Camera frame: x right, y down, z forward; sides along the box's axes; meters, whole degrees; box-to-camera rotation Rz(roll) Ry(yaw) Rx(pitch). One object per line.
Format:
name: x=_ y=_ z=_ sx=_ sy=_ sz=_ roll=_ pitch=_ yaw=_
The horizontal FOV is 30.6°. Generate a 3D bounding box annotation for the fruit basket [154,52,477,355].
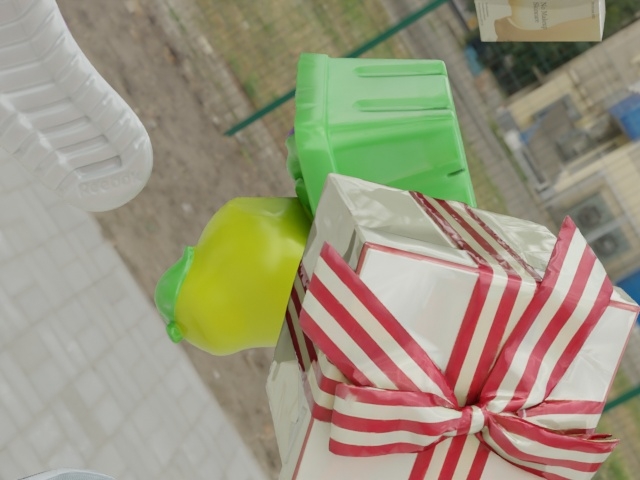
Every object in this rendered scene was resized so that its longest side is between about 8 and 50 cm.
fruit basket: x=0.000 y=0.000 z=1.328 sx=0.392 sy=0.392 sz=0.283 roll=54 pitch=19 yaw=-25

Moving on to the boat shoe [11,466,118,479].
boat shoe: x=-0.313 y=0.279 z=1.222 sx=0.226 sy=0.075 sz=0.083 roll=5 pitch=85 yaw=-40

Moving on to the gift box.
gift box: x=0.089 y=0.079 z=0.958 sx=0.258 sy=0.255 sz=0.276 roll=-112 pitch=-148 yaw=-69

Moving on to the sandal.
sandal: x=-0.331 y=-0.206 z=1.222 sx=0.416 sy=0.169 sz=0.102 roll=60 pitch=0 yaw=-23

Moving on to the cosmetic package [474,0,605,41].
cosmetic package: x=0.205 y=-0.219 z=1.091 sx=0.060 sy=0.115 sz=0.041 roll=66 pitch=32 yaw=-52
